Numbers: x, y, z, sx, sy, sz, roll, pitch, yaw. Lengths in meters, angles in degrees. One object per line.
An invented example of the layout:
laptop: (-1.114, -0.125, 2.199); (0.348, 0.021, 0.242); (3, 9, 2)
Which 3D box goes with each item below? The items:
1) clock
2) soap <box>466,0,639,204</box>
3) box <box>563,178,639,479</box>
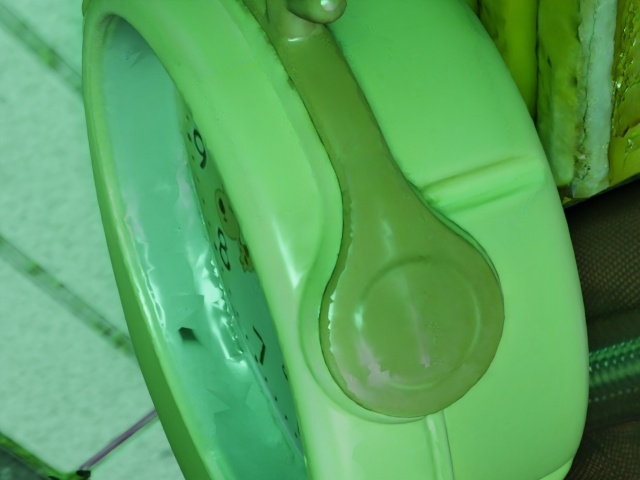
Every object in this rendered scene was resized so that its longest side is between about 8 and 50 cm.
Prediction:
clock: (0.000, 0.000, 0.613); (0.096, 0.235, 0.308); (-18, 130, -15)
soap: (0.076, -0.108, 0.602); (0.080, 0.160, 0.257); (-17, 133, -11)
box: (0.244, -0.010, 0.712); (0.404, 0.263, 0.108); (-18, 88, -10)
